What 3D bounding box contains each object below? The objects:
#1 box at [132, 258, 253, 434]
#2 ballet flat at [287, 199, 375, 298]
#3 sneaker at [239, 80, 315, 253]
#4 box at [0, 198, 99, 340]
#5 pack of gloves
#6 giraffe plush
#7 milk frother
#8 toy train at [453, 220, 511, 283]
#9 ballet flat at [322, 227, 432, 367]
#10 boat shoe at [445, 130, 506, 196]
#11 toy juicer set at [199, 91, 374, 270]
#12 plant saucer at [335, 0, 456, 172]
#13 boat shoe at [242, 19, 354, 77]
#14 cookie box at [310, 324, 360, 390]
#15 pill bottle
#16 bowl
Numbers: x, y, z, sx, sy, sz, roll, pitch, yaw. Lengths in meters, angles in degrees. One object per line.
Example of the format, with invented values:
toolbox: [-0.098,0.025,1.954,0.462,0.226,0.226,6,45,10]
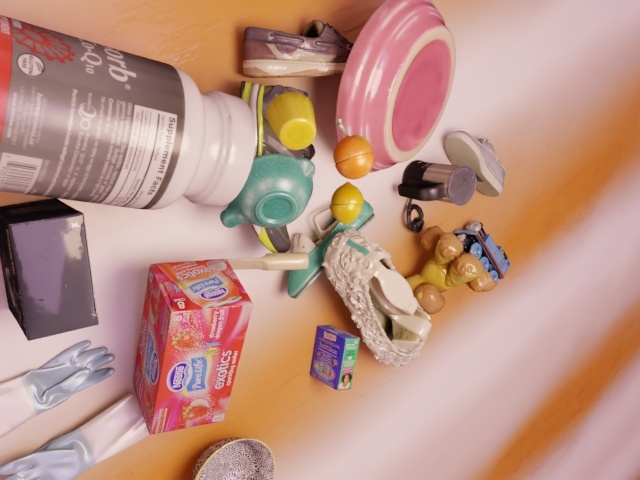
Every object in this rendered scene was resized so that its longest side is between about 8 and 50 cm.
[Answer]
box: [-0.207,0.167,0.937,0.128,0.122,0.256,-2,125,-31]
ballet flat: [0.000,0.000,1.146,0.087,0.083,0.247,46,71,-8]
sneaker: [-0.067,-0.120,1.012,0.122,0.111,0.299,-4,107,1]
box: [-0.377,0.033,0.815,0.093,0.158,0.155,-12,107,-34]
pack of gloves: [-0.412,0.277,0.932,0.232,0.046,0.194,-26,103,-32]
giraffe plush: [0.244,0.086,1.291,0.170,0.210,0.181,-44,91,-2]
milk frother: [0.244,-0.086,1.258,0.129,0.135,0.143,-40,121,-22]
toy train: [0.380,0.034,1.426,0.184,0.080,0.105,51,61,-30]
ballet flat: [0.137,0.139,1.157,0.147,0.147,0.409,-51,133,-16]
boat shoe: [0.359,-0.190,1.363,0.227,0.079,0.081,41,67,-40]
toy juicer set: [-0.045,-0.064,0.950,0.209,0.089,0.329,16,124,-29]
plant saucer: [0.154,-0.275,1.100,0.332,0.084,0.332,-41,145,-38]
boat shoe: [-0.005,-0.337,1.043,0.285,0.103,0.092,-13,113,-27]
cookie box: [0.028,0.233,1.200,0.040,0.092,0.107,3,99,-39]
pill bottle: [-0.288,-0.152,0.808,0.363,0.210,0.210,7,96,-38]
bowl: [-0.175,0.429,1.103,0.170,0.080,0.170,-9,106,-34]
